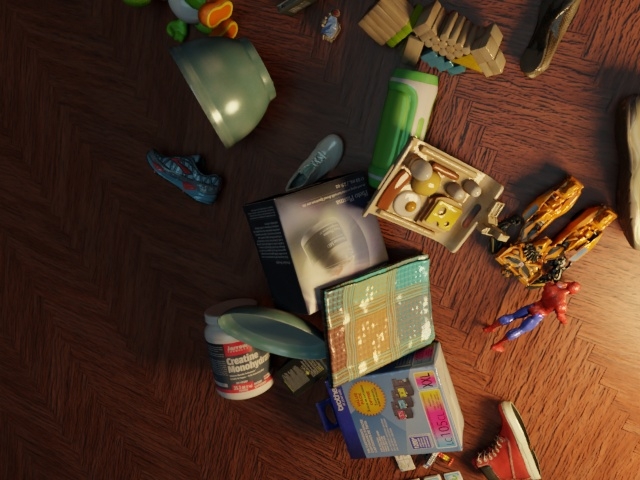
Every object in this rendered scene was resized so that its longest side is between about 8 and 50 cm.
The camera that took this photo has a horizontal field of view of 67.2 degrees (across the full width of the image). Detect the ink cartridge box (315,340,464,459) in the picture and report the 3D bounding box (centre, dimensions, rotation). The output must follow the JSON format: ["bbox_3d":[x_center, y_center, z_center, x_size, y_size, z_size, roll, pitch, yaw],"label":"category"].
[{"bbox_3d":[0.190,0.478,1.417,0.395,0.151,0.270,-16,98,24],"label":"ink cartridge box"}]

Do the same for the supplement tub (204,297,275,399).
[{"bbox_3d":[-0.255,0.337,1.511,0.191,0.191,0.272,-5,102,20],"label":"supplement tub"}]

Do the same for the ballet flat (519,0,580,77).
[{"bbox_3d":[0.537,-0.495,1.102,0.084,0.058,0.250,35,111,47],"label":"ballet flat"}]

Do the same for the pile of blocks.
[{"bbox_3d":[0.279,-0.505,1.174,0.362,0.149,0.112,26,68,2],"label":"pile of blocks"}]

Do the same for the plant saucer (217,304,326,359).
[{"bbox_3d":[-0.121,0.247,1.303,0.317,0.317,0.044,6,61,18],"label":"plant saucer"}]

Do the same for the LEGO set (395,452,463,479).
[{"bbox_3d":[0.322,0.693,1.473,0.182,0.060,0.244,-20,96,19],"label":"LEGO set"}]

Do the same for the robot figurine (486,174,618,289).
[{"bbox_3d":[0.559,-0.008,1.196,0.211,0.085,0.291,42,113,6],"label":"robot figurine"}]

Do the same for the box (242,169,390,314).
[{"bbox_3d":[0.000,0.000,1.261,0.183,0.296,0.294,-2,107,55],"label":"box"}]

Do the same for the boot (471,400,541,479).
[{"bbox_3d":[0.500,0.577,1.367,0.176,0.088,0.244,-17,101,24],"label":"boot"}]

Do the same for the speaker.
[{"bbox_3d":[0.207,-0.276,1.231,0.131,0.131,0.296,17,109,15],"label":"speaker"}]

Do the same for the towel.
[{"bbox_3d":[0.162,0.203,1.259,0.040,0.370,0.271,11,111,52],"label":"towel"}]

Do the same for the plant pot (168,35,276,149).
[{"bbox_3d":[-0.242,-0.418,1.291,0.196,0.293,0.293,-30,93,-3],"label":"plant pot"}]

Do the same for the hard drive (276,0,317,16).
[{"bbox_3d":[-0.037,-0.625,1.244,0.135,0.094,0.022,-20,101,22],"label":"hard drive"}]

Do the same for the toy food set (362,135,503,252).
[{"bbox_3d":[0.281,-0.102,1.202,0.306,0.092,0.220,21,114,-24],"label":"toy food set"}]

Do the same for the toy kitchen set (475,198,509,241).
[{"bbox_3d":[0.433,-0.052,1.202,0.068,0.083,0.075,10,119,-30],"label":"toy kitchen set"}]

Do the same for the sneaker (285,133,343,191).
[{"bbox_3d":[-0.019,-0.205,1.345,0.080,0.094,0.212,45,113,6],"label":"sneaker"}]

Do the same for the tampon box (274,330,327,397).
[{"bbox_3d":[-0.036,0.380,1.483,0.161,0.120,0.101,-42,87,24],"label":"tampon box"}]

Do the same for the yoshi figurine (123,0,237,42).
[{"bbox_3d":[-0.419,-0.659,1.322,0.362,0.203,0.203,38,119,10],"label":"yoshi figurine"}]

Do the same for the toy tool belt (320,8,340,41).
[{"bbox_3d":[0.027,-0.565,1.260,0.052,0.051,0.083,24,110,12],"label":"toy tool belt"}]

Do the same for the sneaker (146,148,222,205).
[{"bbox_3d":[-0.413,-0.221,1.493,0.262,0.104,0.125,34,95,4],"label":"sneaker"}]

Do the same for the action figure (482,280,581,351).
[{"bbox_3d":[0.565,0.186,1.232,0.280,0.139,0.091,-53,43,43],"label":"action figure"}]

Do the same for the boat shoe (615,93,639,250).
[{"bbox_3d":[0.743,-0.150,1.072,0.130,0.132,0.355,-4,103,20],"label":"boat shoe"}]
